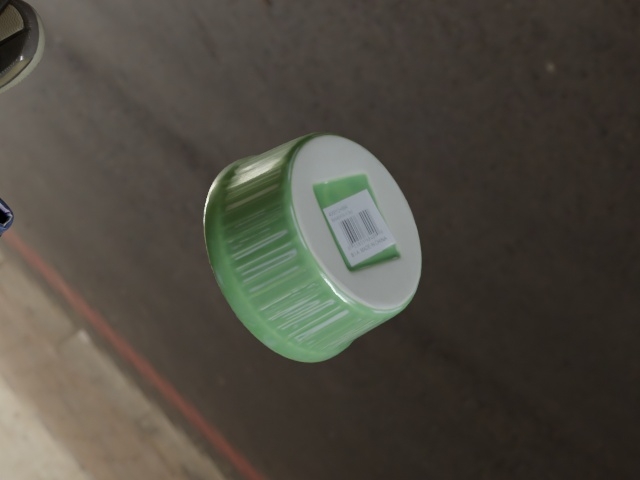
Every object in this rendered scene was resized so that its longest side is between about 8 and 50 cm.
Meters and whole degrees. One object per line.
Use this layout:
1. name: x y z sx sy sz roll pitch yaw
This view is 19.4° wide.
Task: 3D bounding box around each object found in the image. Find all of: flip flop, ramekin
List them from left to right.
1. flip flop: -0.347 -0.141 1.656 0.080 0.277 0.112 16 -120 -60
2. ramekin: 0.000 0.000 2.543 0.148 0.303 0.303 -27 100 36

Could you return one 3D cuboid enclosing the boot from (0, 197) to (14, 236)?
1. boot: -0.438 -0.063 2.135 0.190 0.069 0.086 37 142 -14
